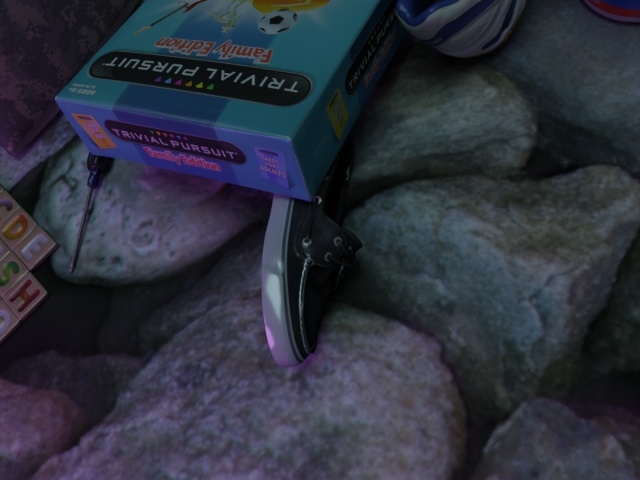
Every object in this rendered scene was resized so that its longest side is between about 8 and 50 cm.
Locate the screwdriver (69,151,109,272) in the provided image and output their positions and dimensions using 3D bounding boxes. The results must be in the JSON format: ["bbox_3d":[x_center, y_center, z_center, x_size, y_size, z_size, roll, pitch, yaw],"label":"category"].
[{"bbox_3d":[-0.254,-0.045,0.692,0.025,0.024,0.169,-9,65,45],"label":"screwdriver"}]

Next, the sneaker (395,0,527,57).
[{"bbox_3d":[0.152,-0.316,0.562,0.112,0.131,0.296,24,111,37],"label":"sneaker"}]

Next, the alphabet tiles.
[{"bbox_3d":[-0.401,0.034,0.697,0.237,0.009,0.198,37,79,28],"label":"alphabet tiles"}]

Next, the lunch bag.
[{"bbox_3d":[-0.362,-0.289,0.714,0.169,0.235,0.287,31,76,29],"label":"lunch bag"}]

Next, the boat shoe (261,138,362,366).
[{"bbox_3d":[0.000,0.000,0.566,0.076,0.080,0.228,-5,56,15],"label":"boat shoe"}]

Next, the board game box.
[{"bbox_3d":[-0.058,-0.210,0.640,0.254,0.079,0.336,13,57,24],"label":"board game box"}]

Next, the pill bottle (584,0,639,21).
[{"bbox_3d":[0.295,-0.310,0.547,0.124,0.221,0.124,-7,63,13],"label":"pill bottle"}]
